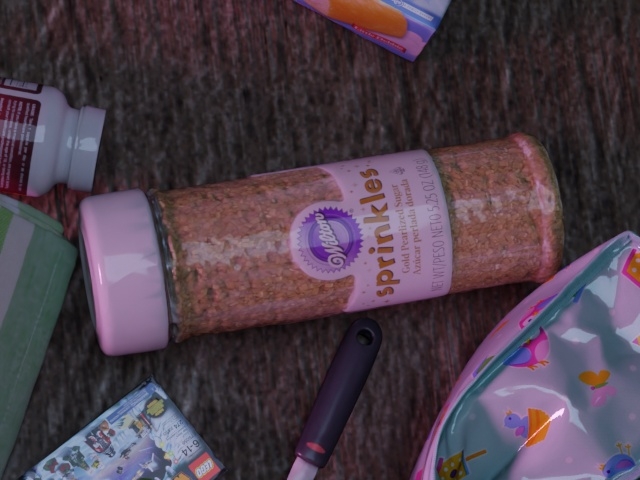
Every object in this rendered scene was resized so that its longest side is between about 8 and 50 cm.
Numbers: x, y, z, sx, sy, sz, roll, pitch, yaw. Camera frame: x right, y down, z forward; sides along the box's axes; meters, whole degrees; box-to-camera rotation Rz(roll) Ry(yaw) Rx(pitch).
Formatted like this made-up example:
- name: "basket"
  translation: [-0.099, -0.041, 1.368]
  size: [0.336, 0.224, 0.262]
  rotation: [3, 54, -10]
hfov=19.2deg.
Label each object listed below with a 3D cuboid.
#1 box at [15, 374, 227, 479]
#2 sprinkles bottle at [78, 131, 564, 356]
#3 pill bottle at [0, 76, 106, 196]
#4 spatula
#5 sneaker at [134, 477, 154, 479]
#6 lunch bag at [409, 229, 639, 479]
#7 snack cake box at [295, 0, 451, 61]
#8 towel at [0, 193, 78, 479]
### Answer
- name: "box"
  translation: [-0.151, 0.179, 1.413]
  size: [0.137, 0.027, 0.094]
  rotation: [-38, 87, -15]
- name: "sprinkles bottle"
  translation: [0.000, 0.000, 1.427]
  size: [0.355, 0.121, 0.121]
  rotation: [-9, 80, -11]
- name: "pill bottle"
  translation: [-0.242, -0.080, 1.424]
  size: [0.152, 0.086, 0.086]
  rotation: [10, 77, -6]
- name: "spatula"
  translation: [-0.020, 0.190, 1.430]
  size: [0.084, 0.030, 0.296]
  rotation: [27, 75, -3]
- name: "sneaker"
  translation: [-0.186, 0.363, 1.235]
  size: [0.202, 0.185, 0.483]
  rotation: [-5, 49, 27]
- name: "lunch bag"
  translation: [0.160, 0.144, 1.368]
  size: [0.160, 0.223, 0.262]
  rotation: [43, 76, 5]
- name: "snack cake box"
  translation: [-0.002, -0.275, 1.502]
  size: [0.264, 0.089, 0.152]
  rotation: [27, 76, -3]
- name: "towel"
  translation: [-0.327, 0.047, 1.317]
  size: [0.325, 0.038, 0.248]
  rotation: [30, 72, -42]
